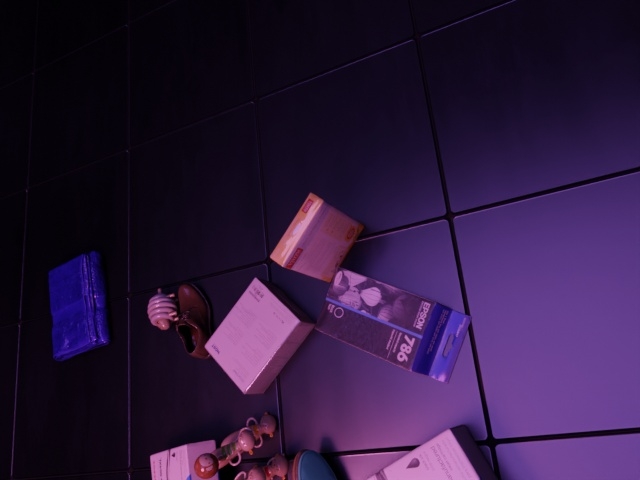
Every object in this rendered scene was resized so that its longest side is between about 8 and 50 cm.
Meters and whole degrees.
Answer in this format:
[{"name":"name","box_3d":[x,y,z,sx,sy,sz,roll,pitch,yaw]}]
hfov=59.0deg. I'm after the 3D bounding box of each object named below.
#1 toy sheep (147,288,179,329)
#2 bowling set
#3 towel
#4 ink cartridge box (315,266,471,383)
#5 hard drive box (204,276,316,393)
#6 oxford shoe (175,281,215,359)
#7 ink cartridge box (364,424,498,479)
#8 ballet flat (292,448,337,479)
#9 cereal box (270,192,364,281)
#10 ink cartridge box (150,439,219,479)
[{"name":"toy sheep","box_3d":[-0.447,0.194,1.604,0.091,0.091,0.132,-31,51,18]},{"name":"bowling set","box_3d":[-0.169,0.519,1.274,0.154,0.200,0.287,-33,51,6]},{"name":"towel","box_3d":[-0.770,0.204,1.774,0.228,0.076,0.308,-22,68,21]},{"name":"ink cartridge box","box_3d":[0.159,0.188,1.298,0.333,0.065,0.165,18,85,29]},{"name":"hard drive box","box_3d":[-0.156,0.241,1.434,0.181,0.089,0.232,41,97,30]},{"name":"oxford shoe","box_3d":[-0.351,0.211,1.542,0.083,0.096,0.227,-33,63,19]},{"name":"ink cartridge box","box_3d":[0.210,0.551,1.138,0.307,0.129,0.223,-38,63,15]},{"name":"ballet flat","box_3d":[0.018,0.636,1.238,0.342,0.116,0.124,56,137,23]},{"name":"cereal box","box_3d":[0.000,0.000,1.326,0.047,0.240,0.173,34,94,30]},{"name":"ink cartridge box","box_3d":[-0.337,0.590,1.402,0.203,0.086,0.148,-32,61,42]}]
